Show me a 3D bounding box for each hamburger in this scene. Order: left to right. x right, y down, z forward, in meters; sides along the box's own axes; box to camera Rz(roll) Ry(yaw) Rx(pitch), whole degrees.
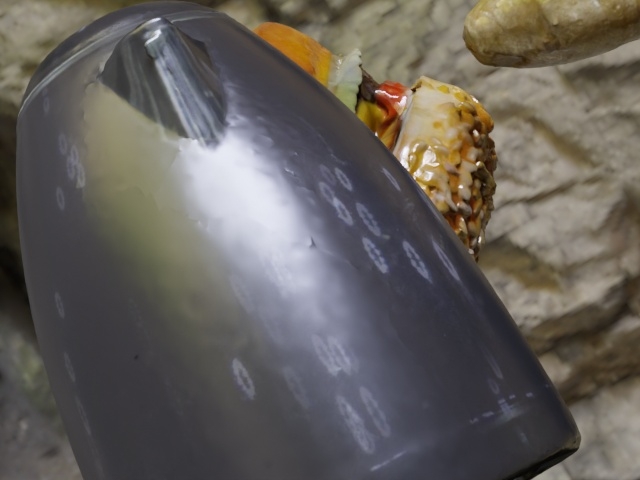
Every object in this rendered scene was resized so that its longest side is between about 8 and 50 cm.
[{"bbox_3d":[0.000,0.000,1.156,0.250,0.330,0.330,18,5,-7],"label":"hamburger"}]

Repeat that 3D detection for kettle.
[{"bbox_3d":[-0.045,0.033,0.679,0.290,0.207,0.268,59,-16,15],"label":"kettle"}]

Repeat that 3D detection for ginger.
[{"bbox_3d":[0.320,-0.175,0.940,0.363,0.348,0.122,22,-44,68],"label":"ginger"}]
